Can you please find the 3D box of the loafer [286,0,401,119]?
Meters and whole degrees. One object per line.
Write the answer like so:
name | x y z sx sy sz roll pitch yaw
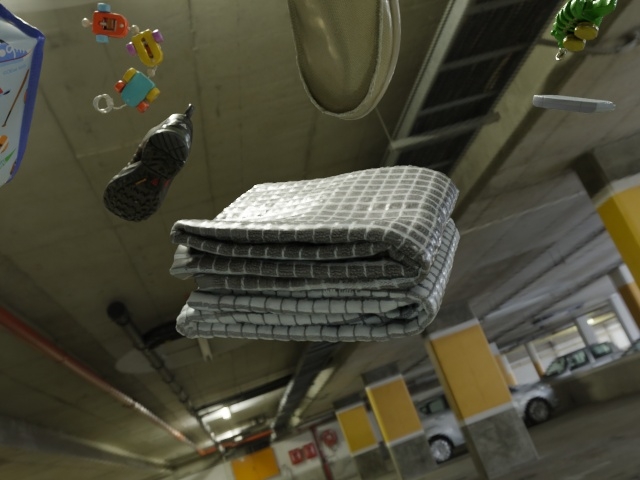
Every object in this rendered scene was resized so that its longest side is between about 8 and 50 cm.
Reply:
loafer | 0.010 -0.218 0.532 0.092 0.102 0.268 -42 -36 -41

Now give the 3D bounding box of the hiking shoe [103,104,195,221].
hiking shoe | -0.261 -0.115 1.016 0.086 0.114 0.227 39 -50 -19

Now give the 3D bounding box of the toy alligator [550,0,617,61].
toy alligator | 0.343 -0.294 0.884 0.051 0.056 0.189 21 -5 1

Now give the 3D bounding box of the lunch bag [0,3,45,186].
lunch bag | -0.623 -0.167 0.938 0.328 0.239 0.385 -38 -15 -45

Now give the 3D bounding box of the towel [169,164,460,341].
towel | 0.000 0.000 0.705 0.284 0.121 0.235 -1 23 18

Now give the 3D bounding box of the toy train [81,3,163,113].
toy train | -0.309 -0.283 1.017 0.125 0.166 0.046 2 8 0

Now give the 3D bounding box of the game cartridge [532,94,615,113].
game cartridge | 0.305 -0.166 0.779 0.056 0.017 0.083 -7 19 -41
